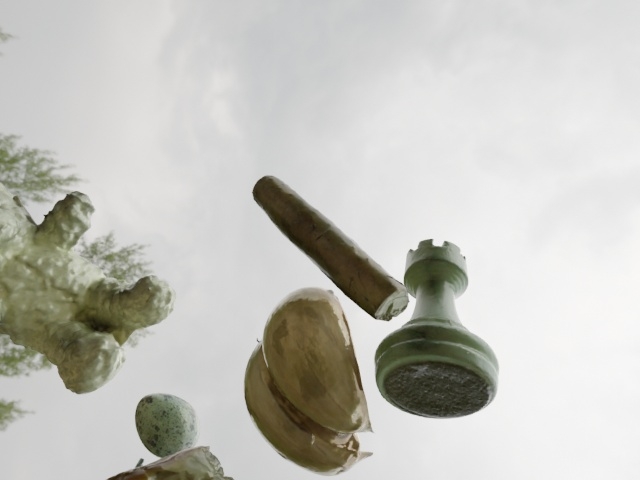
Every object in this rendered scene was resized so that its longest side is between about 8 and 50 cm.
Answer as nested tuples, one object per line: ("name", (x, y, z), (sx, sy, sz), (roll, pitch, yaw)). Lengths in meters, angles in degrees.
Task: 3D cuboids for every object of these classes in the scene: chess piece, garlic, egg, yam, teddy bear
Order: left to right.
("teddy bear", (-0.496, 0.025, 0.717), (0.375, 0.362, 0.327), (8, -133, 33))
("egg", (-0.369, 0.440, 1.069), (0.172, 0.132, 0.132), (42, -71, 6))
("garlic", (-0.018, 0.246, 0.815), (0.286, 0.249, 0.313), (-35, -133, 28))
("yam", (0.000, 0.000, 0.653), (0.317, 0.067, 0.071), (43, -41, 35))
("chess piece", (0.204, 0.134, 0.789), (0.194, 0.195, 0.299), (-25, -150, 32))

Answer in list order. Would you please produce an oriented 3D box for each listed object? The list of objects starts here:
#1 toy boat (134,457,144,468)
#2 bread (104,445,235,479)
("toy boat", (-0.392, 0.499, 0.953), (0.122, 0.034, 0.096), (-179, -73, -73))
("bread", (-0.191, 0.349, 0.416), (0.225, 0.250, 0.279), (53, -48, 31))
